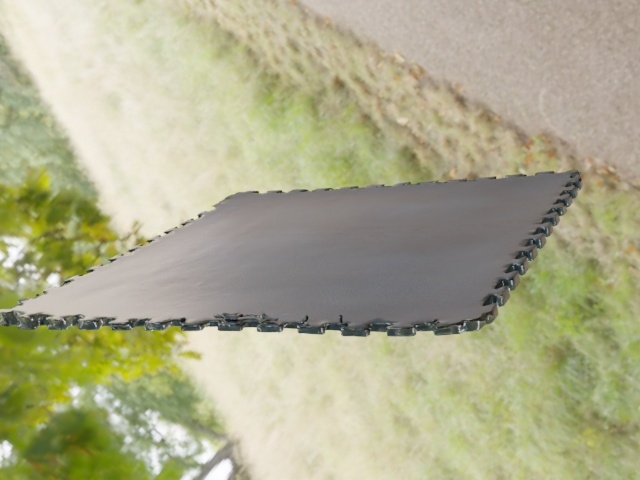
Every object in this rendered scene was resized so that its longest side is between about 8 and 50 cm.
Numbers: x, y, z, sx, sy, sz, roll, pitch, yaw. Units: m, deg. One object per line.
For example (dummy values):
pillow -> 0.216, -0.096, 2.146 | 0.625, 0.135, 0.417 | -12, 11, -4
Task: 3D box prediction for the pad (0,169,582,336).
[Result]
pad -> 0.000, 0.000, 0.499 | 0.269, 0.269, 0.012 | -1, 106, 28
